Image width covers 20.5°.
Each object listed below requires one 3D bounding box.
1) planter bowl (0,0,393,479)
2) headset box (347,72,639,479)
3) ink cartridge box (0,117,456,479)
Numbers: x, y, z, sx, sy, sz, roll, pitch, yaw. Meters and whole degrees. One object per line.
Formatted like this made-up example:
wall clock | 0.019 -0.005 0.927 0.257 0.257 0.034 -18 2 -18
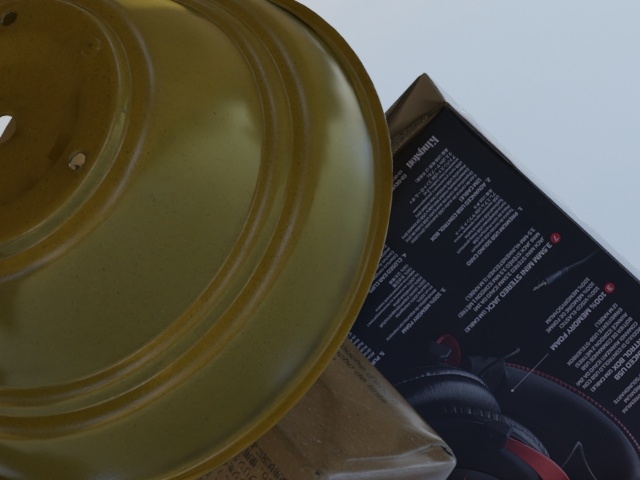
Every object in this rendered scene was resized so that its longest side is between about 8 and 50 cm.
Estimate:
planter bowl | -0.091 -0.021 0.623 0.217 0.090 0.217 -11 -118 21
headset box | 0.091 0.093 0.926 0.218 0.293 0.110 -47 -169 9
ink cartridge box | -0.081 0.089 0.754 0.088 0.235 0.193 0 128 -47
